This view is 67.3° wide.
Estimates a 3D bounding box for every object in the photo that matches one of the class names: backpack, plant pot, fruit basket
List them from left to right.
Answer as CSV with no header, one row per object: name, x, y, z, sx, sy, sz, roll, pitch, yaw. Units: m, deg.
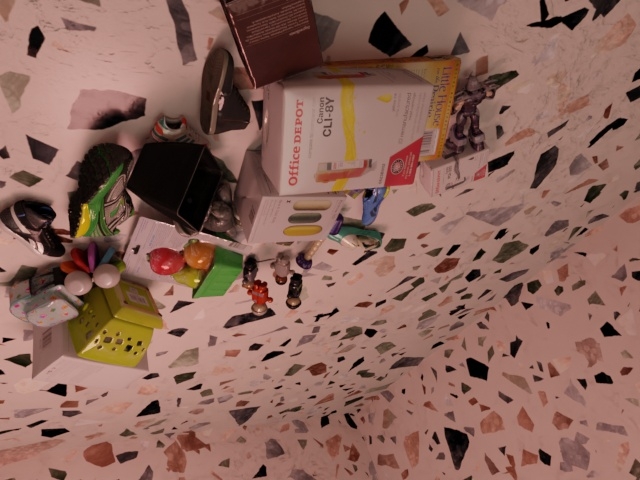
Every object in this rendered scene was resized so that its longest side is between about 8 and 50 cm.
backpack,-0.862,0.187,1.502,0.189,0.144,0.165,-16,150,-4
plant pot,-0.681,0.262,1.623,0.207,0.227,0.228,-47,141,6
plant pot,-0.381,-0.151,1.243,0.167,0.187,0.188,17,168,5
fruit basket,-0.443,0.052,1.571,0.353,0.165,0.327,20,137,-21

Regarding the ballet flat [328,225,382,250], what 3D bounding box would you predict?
ballet flat,0.143,-0.004,1.859,0.248,0.087,0.083,3,138,-32

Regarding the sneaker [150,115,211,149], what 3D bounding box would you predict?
sneaker,-0.349,-0.275,1.244,0.161,0.057,0.075,13,137,-37

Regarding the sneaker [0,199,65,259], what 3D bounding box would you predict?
sneaker,-0.757,-0.028,1.324,0.121,0.079,0.217,-26,144,7

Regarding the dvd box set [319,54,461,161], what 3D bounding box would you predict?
dvd box set,0.178,-0.357,1.365,0.421,0.062,0.307,-11,128,-17

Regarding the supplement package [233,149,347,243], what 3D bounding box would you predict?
supplement package,-0.099,-0.130,1.455,0.263,0.198,0.199,-3,140,-27

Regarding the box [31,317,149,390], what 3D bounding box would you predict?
box,-0.820,0.390,1.731,0.168,0.214,0.345,-35,143,18

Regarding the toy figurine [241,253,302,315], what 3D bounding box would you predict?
toy figurine,-0.181,0.164,1.790,0.213,0.209,0.148,-10,127,-24

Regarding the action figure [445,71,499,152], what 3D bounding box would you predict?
action figure,0.460,-0.402,1.505,0.186,0.099,0.285,-14,141,0

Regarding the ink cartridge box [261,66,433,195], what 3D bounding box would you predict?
ink cartridge box,0.059,-0.279,1.221,0.385,0.160,0.279,-7,126,-19

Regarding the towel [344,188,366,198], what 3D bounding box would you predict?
towel,0.116,-0.177,1.679,0.060,0.009,0.083,-38,143,19

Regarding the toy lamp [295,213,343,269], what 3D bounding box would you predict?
toy lamp,0.000,0.000,1.792,0.080,0.080,0.274,4,138,-33

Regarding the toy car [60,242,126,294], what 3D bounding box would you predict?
toy car,-0.696,0.075,1.467,0.182,0.159,0.136,-14,108,-11

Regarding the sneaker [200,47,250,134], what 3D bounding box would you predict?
sneaker,-0.225,-0.368,1.189,0.118,0.083,0.222,-16,145,-37

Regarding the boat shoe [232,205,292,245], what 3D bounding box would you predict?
boat shoe,-0.182,-0.041,1.606,0.305,0.109,0.091,13,127,-45

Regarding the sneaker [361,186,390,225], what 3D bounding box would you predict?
sneaker,0.173,-0.136,1.718,0.082,0.069,0.209,-2,139,-23

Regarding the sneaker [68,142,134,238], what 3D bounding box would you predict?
sneaker,-0.562,-0.130,1.280,0.146,0.134,0.343,0,149,-40

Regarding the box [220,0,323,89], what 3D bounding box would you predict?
box,-0.111,-0.472,1.018,0.167,0.168,0.203,-22,145,-3

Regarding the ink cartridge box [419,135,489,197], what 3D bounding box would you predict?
ink cartridge box,0.468,-0.263,1.692,0.218,0.092,0.158,-19,145,-2

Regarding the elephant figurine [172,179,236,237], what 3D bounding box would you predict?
elephant figurine,-0.380,-0.098,1.408,0.240,0.185,0.169,-6,178,-6
